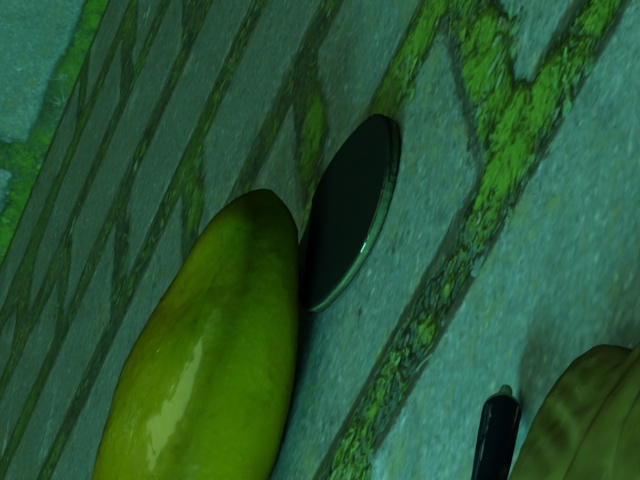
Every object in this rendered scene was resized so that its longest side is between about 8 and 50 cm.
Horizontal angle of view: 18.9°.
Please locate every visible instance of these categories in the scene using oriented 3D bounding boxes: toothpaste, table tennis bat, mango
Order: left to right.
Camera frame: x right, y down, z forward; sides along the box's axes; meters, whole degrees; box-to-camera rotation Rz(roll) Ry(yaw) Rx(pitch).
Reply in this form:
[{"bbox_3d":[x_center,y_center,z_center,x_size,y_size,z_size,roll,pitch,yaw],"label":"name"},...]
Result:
[{"bbox_3d":[-0.085,0.110,1.427,0.317,0.119,0.176,-71,18,-6],"label":"mango"},{"bbox_3d":[0.000,0.000,1.444,0.246,0.022,0.138,130,153,-51],"label":"table tennis bat"},{"bbox_3d":[0.084,0.115,0.957,0.140,0.021,0.037,-70,-14,-55],"label":"toothpaste"}]

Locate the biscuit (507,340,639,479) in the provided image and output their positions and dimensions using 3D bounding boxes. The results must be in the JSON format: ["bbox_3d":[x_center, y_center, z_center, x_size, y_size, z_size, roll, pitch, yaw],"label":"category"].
[{"bbox_3d":[0.134,0.152,0.737,0.376,0.051,0.269,-146,73,-74],"label":"biscuit"}]
